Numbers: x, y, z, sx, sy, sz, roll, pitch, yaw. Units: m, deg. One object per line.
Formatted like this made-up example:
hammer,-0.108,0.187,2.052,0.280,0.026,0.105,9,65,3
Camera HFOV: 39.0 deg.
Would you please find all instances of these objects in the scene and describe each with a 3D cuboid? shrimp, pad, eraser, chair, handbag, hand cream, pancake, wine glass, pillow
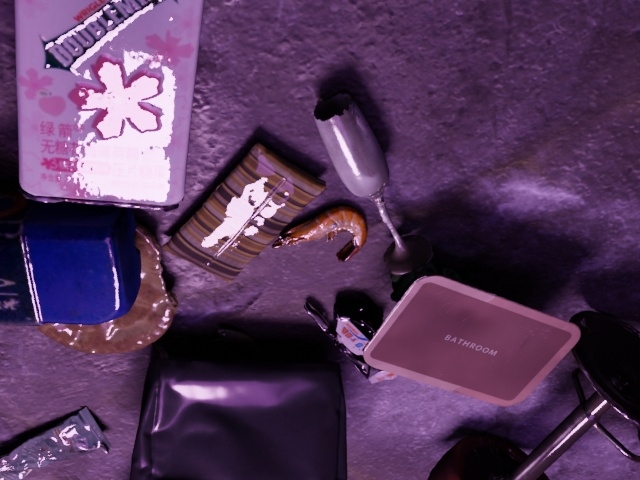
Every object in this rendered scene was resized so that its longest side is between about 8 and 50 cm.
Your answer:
shrimp,0.000,0.000,1.184,0.127,0.025,0.091,-15,131,1
pad,0.202,0.140,1.204,0.266,0.002,0.176,19,123,-21
eraser,-0.386,0.023,1.065,0.332,0.101,0.155,2,122,3
chair,0.346,0.318,1.374,0.226,0.226,0.401,20,125,-23
handbag,-0.121,0.286,1.300,0.301,0.275,0.178,3,171,-14
hand cream,-0.441,0.339,1.384,0.247,0.052,0.075,-26,129,13
pancake,-0.294,0.055,1.177,0.222,0.042,0.236,-21,126,16
wine glass,0.062,-0.071,1.108,0.074,0.074,0.262,-22,127,10
pillow,-0.098,-0.029,1.138,0.113,0.038,0.203,29,121,-28

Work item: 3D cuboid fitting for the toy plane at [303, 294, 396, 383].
toy plane,0.060,0.142,1.298,0.078,0.053,0.197,-24,128,22

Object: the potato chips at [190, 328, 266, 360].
potato chips,-0.137,0.204,1.336,0.142,0.026,0.209,8,127,-12

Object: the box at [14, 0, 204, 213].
box,-0.217,-0.199,0.933,0.190,0.112,0.370,4,128,-10

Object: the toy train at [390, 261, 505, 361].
toy train,0.170,0.089,1.228,0.170,0.111,0.071,25,121,-29
